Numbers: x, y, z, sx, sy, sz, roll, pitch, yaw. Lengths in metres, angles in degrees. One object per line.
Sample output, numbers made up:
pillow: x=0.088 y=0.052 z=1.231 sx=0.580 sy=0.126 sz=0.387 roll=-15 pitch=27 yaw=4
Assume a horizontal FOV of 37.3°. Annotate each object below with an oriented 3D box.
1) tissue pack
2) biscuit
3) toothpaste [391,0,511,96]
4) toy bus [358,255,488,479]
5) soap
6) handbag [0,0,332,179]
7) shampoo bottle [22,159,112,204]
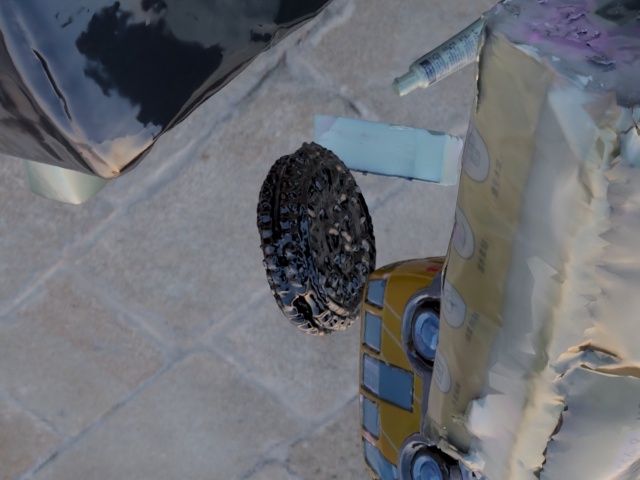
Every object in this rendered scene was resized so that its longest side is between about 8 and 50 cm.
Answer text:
tissue pack: x=0.163 y=0.001 z=0.425 sx=0.215 sy=0.123 sz=0.256 roll=-21 pitch=139 yaw=-22
biscuit: x=0.000 y=0.000 z=0.943 sx=0.053 sy=0.194 sz=0.194 roll=-11 pitch=126 yaw=26
toothpaste: x=0.183 y=-0.248 z=1.248 sx=0.216 sy=0.037 sz=0.062 roll=-33 pitch=119 yaw=-16
toy bus: x=0.097 y=0.109 z=0.724 sx=0.126 sy=0.136 sz=0.209 roll=-4 pitch=98 yaw=-35
soap: x=0.106 y=-0.150 z=1.587 sx=0.230 sy=0.145 sz=0.091 roll=10 pitch=94 yaw=23
handbag: x=-0.142 y=-0.181 z=0.540 sx=0.302 sy=0.275 sz=0.178 roll=13 pitch=143 yaw=40
shampoo bottle: x=-0.230 y=-0.196 z=0.842 sx=0.078 sy=0.134 sz=0.359 roll=17 pitch=130 yaw=9
